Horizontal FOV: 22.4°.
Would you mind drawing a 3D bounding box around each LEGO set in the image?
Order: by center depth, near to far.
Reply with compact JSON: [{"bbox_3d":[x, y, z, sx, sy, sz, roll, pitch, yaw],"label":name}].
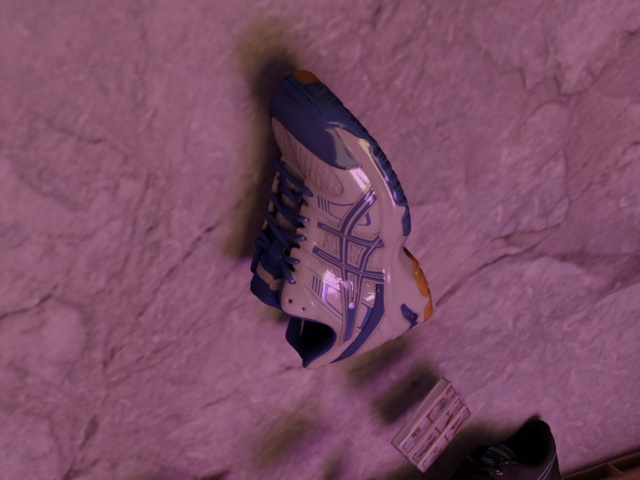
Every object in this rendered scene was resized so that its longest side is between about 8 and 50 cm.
[{"bbox_3d":[0.042,0.231,1.515,0.244,0.060,0.182,-52,162,-5],"label":"LEGO set"}]

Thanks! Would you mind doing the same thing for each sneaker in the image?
[{"bbox_3d":[0.000,0.000,1.292,0.131,0.112,0.296,-30,135,-9],"label":"sneaker"},{"bbox_3d":[0.142,0.259,1.604,0.267,0.101,0.106,-21,123,-42],"label":"sneaker"}]

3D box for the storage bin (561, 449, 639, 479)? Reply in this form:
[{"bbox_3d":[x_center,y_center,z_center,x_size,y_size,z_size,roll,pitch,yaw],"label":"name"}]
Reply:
[{"bbox_3d":[0.419,0.340,1.734,0.262,0.260,0.123,-14,131,-24],"label":"storage bin"}]
